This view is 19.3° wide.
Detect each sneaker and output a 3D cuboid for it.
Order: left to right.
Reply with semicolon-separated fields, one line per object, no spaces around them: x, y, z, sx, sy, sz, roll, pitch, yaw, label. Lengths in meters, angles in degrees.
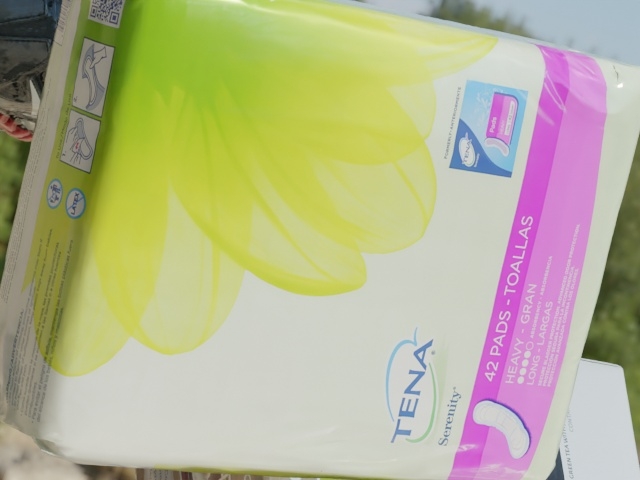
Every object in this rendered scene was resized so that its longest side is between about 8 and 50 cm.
-0.172;-0.122;1.243;0.135;0.097;0.276;-6;-2;12;sneaker

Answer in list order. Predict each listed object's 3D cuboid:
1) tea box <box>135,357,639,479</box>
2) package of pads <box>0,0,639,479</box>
0.054;0.254;1.350;0.324;0.329;0.220;13;-35;-26;tea box
0.000;0.000;0.897;0.297;0.229;0.101;8;10;-31;package of pads
